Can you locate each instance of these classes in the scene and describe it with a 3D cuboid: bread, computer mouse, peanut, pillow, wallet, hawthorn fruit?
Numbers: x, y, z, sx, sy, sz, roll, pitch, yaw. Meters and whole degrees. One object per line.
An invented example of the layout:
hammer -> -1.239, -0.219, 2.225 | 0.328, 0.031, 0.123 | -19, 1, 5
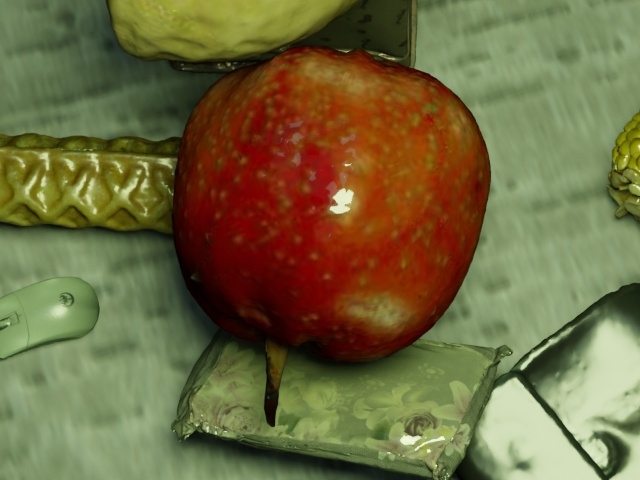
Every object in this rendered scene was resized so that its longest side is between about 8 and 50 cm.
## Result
bread -> -0.228, -0.053, 1.500 | 0.367, 0.084, 0.077 | 3, 116, 0
computer mouse -> -0.243, 0.064, 1.485 | 0.110, 0.032, 0.056 | -19, 72, -5
peanut -> 0.005, -0.261, 1.313 | 0.387, 0.192, 0.169 | -37, 83, -9
pillow -> 0.014, 0.128, 1.413 | 0.255, 0.059, 0.169 | 9, 42, 20
wallet -> 0.296, 0.249, 1.401 | 0.228, 0.062, 0.406 | -35, 74, -10
hawthorn fruit -> 0.000, 0.000, 1.373 | 0.254, 0.254, 0.300 | 13, 86, 5

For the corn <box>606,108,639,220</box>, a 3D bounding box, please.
corn -> 0.363, -0.136, 1.507 | 0.106, 0.106, 0.305 | 39, 76, 12

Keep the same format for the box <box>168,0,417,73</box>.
box -> -0.025, -0.316, 1.528 | 0.225, 0.190, 0.297 | 1, 71, 3
